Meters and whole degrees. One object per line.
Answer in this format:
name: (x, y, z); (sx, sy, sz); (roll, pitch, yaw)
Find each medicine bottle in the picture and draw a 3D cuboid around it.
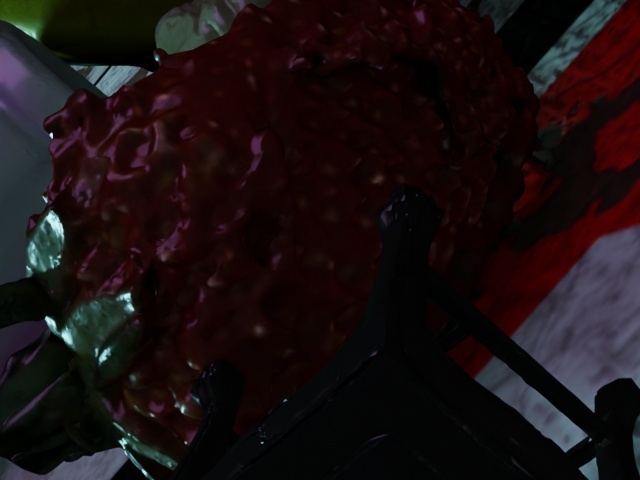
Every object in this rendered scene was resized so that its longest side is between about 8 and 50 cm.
medicine bottle: (-0.265, 0.020, 1.059); (0.325, 0.212, 0.212); (-50, 17, 1)

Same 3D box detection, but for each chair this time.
chair: (0.021, 0.101, 0.359); (0.106, 0.113, 0.229); (-44, 15, 25)

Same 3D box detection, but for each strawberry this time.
strawberry: (0.000, 0.000, 0.547); (0.106, 0.188, 0.286); (26, 56, 37)

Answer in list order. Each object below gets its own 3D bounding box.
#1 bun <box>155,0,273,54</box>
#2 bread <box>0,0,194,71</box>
bun: (-0.019, -0.113, 0.876); (0.166, 0.113, 0.173); (-18, 11, 25)
bread: (-0.135, -0.270, 1.119); (0.376, 0.251, 0.208); (2, 28, 30)
